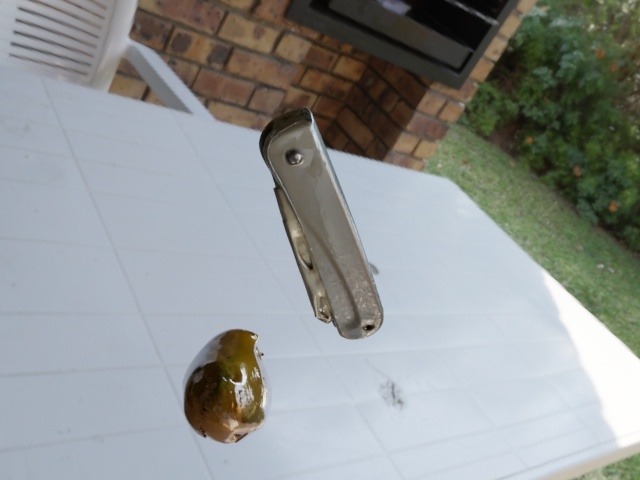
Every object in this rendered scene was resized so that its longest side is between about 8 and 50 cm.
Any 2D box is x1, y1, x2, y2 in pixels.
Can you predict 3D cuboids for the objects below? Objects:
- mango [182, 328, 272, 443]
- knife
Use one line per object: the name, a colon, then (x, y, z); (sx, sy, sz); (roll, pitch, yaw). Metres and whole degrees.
mango: (-0.068, 0.106, 0.461); (0.063, 0.077, 0.127); (-9, 0, -2)
knife: (0.003, -0.002, 0.630); (0.041, 0.073, 0.266); (-117, -174, -55)
